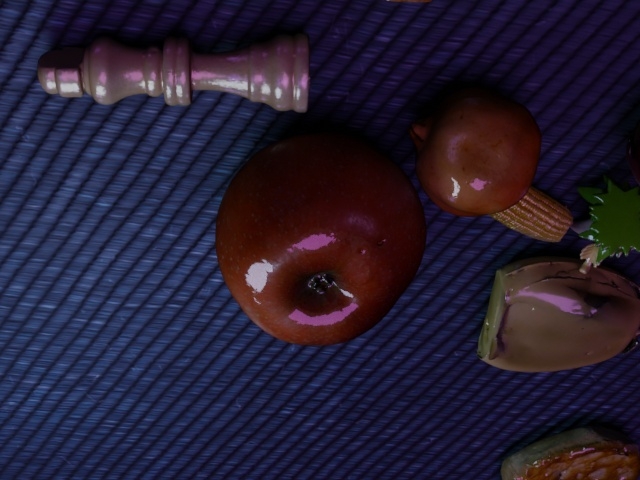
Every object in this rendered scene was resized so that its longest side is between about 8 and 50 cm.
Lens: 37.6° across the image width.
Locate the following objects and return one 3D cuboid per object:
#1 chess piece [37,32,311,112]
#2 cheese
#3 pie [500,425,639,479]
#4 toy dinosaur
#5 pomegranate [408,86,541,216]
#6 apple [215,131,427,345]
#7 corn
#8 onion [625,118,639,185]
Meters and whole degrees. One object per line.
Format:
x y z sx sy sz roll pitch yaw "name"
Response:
-0.213 -0.250 1.380 0.396 0.117 0.117 0 127 -4 "chess piece"
0.458 0.139 1.741 0.315 0.128 0.260 2 136 -1 "cheese"
0.550 0.509 2.053 0.315 0.092 0.315 -4 133 -4 "pie"
0.529 -0.038 1.632 0.194 0.152 0.177 -16 166 17 "toy dinosaur"
0.244 -0.136 1.453 0.209 0.209 0.209 -3 127 -4 "pomegranate"
0.000 0.000 1.484 0.348 0.277 0.349 -3 127 -4 "apple"
0.360 -0.052 1.619 0.165 0.063 0.085 22 98 -23 "corn"
0.609 -0.119 1.473 0.219 0.252 0.252 -37 122 19 "onion"
